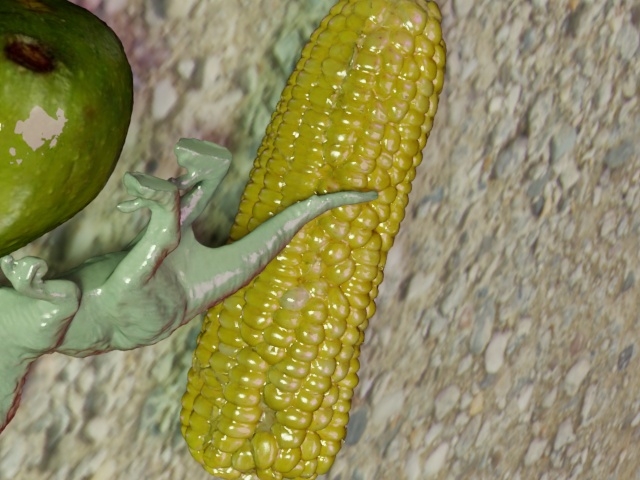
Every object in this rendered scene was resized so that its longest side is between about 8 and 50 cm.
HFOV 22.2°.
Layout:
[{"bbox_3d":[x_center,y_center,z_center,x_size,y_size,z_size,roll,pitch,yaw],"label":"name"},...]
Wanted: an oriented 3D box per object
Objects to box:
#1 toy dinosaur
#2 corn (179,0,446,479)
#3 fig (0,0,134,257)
[{"bbox_3d":[-0.083,0.024,0.810,0.242,0.053,0.167,-12,131,-35],"label":"toy dinosaur"},{"bbox_3d":[0.000,0.000,0.897,0.101,0.101,0.291,9,103,-52],"label":"corn"},{"bbox_3d":[-0.153,-0.032,0.684,0.123,0.123,0.156,0,121,-51],"label":"fig"}]
